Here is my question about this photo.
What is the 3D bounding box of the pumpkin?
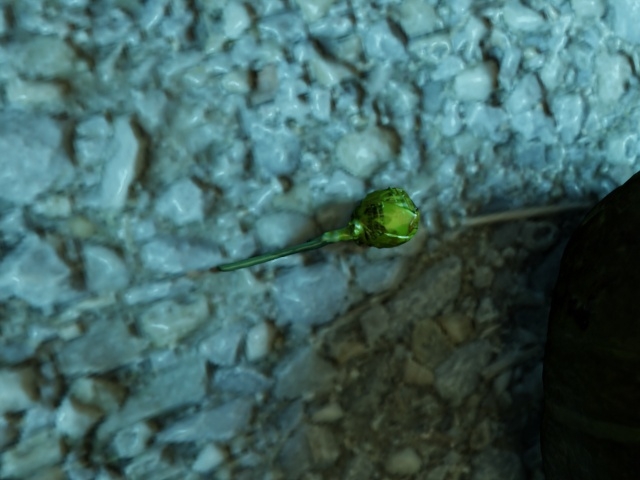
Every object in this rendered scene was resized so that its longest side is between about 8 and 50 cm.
[{"bbox_3d":[0.263,0.061,0.557,0.325,0.242,0.232,-48,121,-21],"label":"pumpkin"}]

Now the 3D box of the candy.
[{"bbox_3d":[0.000,0.000,0.538,0.123,0.035,0.035,-18,91,-16],"label":"candy"}]
